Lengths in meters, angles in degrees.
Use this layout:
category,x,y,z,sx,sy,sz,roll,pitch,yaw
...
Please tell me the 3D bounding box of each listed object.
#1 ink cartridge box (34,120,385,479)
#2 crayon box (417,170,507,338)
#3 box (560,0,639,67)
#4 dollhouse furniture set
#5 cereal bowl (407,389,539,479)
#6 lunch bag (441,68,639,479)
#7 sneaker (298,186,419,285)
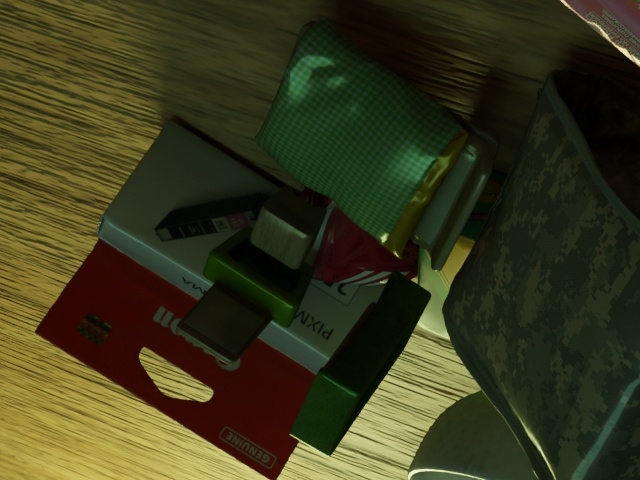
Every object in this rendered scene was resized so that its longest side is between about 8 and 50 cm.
category,x,y,z,sx,sy,sz,roll,pitch,yaw
ink cartridge box,-0.093,0.055,1.776,0.275,0.239,0.060,32,154,-1
crayon box,0.226,0.051,1.651,0.278,0.081,0.165,22,147,16
box,0.172,-0.265,1.194,0.300,0.154,0.142,38,148,-11
dollhouse furniture set,0.000,0.000,1.564,0.198,0.151,0.301,32,137,9
cereal bowl,0.260,0.230,1.776,0.339,0.141,0.339,24,165,7
lunch bag,0.221,0.033,1.447,0.169,0.287,0.235,2,126,-29
sneaker,0.053,-0.039,1.707,0.128,0.087,0.221,11,142,-17
